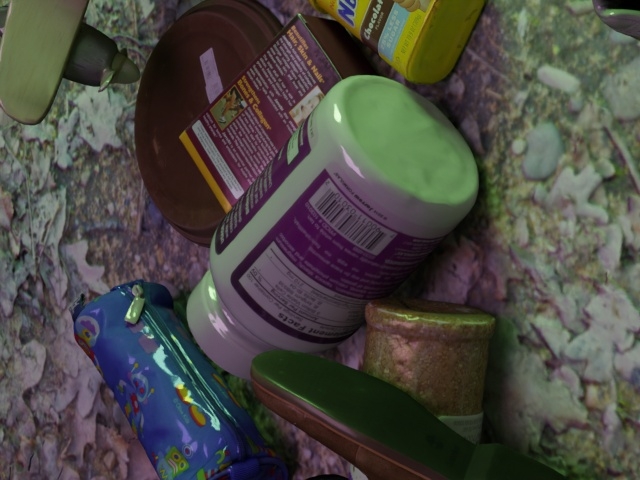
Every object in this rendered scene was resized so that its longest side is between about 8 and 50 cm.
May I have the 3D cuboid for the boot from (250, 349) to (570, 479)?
[{"bbox_3d":[0.062,0.198,1.368,0.305,0.112,0.115,29,116,12],"label":"boot"}]

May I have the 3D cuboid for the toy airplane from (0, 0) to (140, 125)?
[{"bbox_3d":[-0.228,-0.358,1.715,0.386,0.272,0.384,-29,78,10],"label":"toy airplane"}]

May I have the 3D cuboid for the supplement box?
[{"bbox_3d":[-0.035,-0.121,1.604,0.188,0.081,0.104,-42,69,26],"label":"supplement box"}]

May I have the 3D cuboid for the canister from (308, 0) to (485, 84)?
[{"bbox_3d":[0.069,-0.238,1.531,0.170,0.073,0.126,44,121,37],"label":"canister"}]

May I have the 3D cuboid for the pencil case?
[{"bbox_3d":[-0.153,0.169,1.736,0.306,0.119,0.133,53,149,33],"label":"pencil case"}]

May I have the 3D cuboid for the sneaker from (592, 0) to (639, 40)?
[{"bbox_3d":[0.318,-0.212,1.218,0.262,0.121,0.099,-31,68,43],"label":"sneaker"}]

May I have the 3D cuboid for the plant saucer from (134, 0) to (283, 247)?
[{"bbox_3d":[-0.120,-0.129,1.765,0.278,0.041,0.278,-2,87,48],"label":"plant saucer"}]

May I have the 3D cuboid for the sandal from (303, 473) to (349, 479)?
[{"bbox_3d":[-0.046,0.435,1.596,0.107,0.167,0.446,-153,70,-64],"label":"sandal"}]

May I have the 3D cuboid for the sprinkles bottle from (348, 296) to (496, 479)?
[{"bbox_3d":[0.081,0.234,1.477,0.121,0.121,0.355,13,99,47],"label":"sprinkles bottle"}]

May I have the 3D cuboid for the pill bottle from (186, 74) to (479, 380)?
[{"bbox_3d":[0.000,0.000,1.535,0.301,0.169,0.169,-48,56,36],"label":"pill bottle"}]
